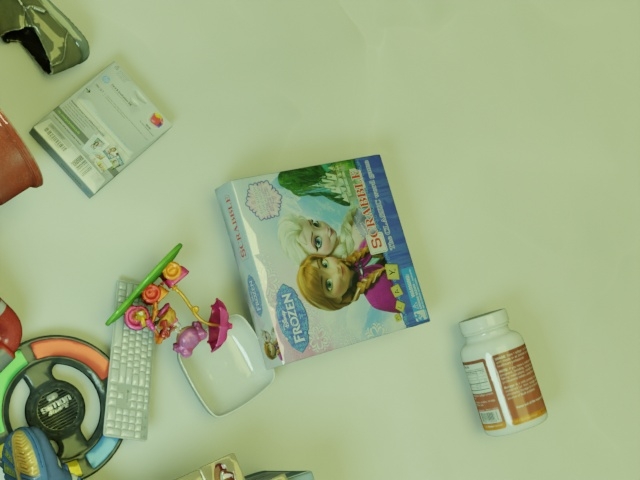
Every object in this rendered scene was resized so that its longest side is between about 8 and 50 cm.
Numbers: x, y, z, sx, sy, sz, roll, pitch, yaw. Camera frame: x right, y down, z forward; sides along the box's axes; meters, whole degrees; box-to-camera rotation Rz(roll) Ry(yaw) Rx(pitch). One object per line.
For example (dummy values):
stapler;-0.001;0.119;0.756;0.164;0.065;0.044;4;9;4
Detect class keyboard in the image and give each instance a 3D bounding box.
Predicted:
keyboard;-0.298;0.187;1.663;0.072;0.014;0.256;18;60;-34

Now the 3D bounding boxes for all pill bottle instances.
pill bottle;0.329;0.240;1.937;0.121;0.121;0.216;-15;86;-29

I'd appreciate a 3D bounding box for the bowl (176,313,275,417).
bowl;-0.160;0.208;1.736;0.142;0.053;0.142;-31;93;-28

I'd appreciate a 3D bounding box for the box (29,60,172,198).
box;-0.358;-0.183;1.729;0.145;0.038;0.186;48;64;-10

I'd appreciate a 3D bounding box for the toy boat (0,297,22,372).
toy boat;-0.505;0.126;1.466;0.151;0.151;0.231;-48;132;-16

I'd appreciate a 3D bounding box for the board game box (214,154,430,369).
board game box;0.009;0.029;1.814;0.318;0.066;0.318;-14;84;-34

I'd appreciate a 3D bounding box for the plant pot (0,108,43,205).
plant pot;-0.584;-0.100;1.486;0.265;0.272;0.272;-43;100;-19

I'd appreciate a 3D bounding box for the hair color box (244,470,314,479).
hair color box;-0.052;0.554;1.639;0.114;0.185;0.374;-13;85;-28

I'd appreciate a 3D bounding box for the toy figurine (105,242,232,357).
toy figurine;-0.220;0.120;1.654;0.159;0.130;0.173;43;74;-3

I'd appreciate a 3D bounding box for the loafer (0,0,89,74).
loafer;-0.480;-0.364;1.674;0.251;0.094;0.087;44;59;-12

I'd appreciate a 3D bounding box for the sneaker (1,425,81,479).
sneaker;-0.367;0.386;1.550;0.131;0.112;0.296;-28;115;-33

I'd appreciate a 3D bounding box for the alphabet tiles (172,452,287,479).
alphabet tiles;-0.175;0.485;1.519;0.343;0.011;0.285;-23;86;-11

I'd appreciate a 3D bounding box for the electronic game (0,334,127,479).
electronic game;-0.403;0.258;1.605;0.229;0.048;0.229;6;77;-25
